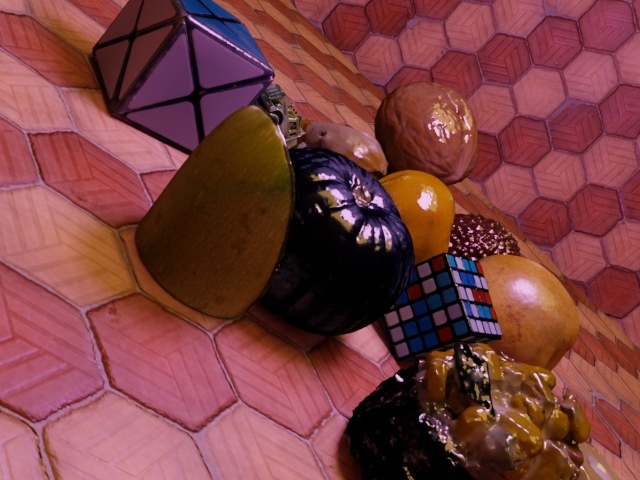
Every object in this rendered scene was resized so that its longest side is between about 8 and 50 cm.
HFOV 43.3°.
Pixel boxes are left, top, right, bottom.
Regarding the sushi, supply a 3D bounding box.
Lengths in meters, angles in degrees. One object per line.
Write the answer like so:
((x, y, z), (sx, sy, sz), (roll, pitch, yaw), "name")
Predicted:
((0.234, 0.305, 1.268), (0.329, 0.285, 0.327), (17, 33, -50), "sushi")

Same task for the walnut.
((0.312, -0.298, 2.327), (0.333, 0.333, 0.332), (38, 20, -17), "walnut")

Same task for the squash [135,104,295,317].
((-0.131, -0.064, 1.275), (0.210, 0.309, 0.233), (17, 32, -52), "squash")

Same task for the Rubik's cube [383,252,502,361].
((0.251, 0.147, 1.707), (0.187, 0.184, 0.182), (14, 56, -56), "Rubik's cube")

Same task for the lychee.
((0.399, 0.045, 2.145), (0.267, 0.267, 0.267), (38, 20, -17), "lychee")

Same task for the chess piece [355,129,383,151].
((0.072, -0.183, 2.184), (0.167, 0.167, 0.299), (41, 26, -6), "chess piece")

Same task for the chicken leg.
((-0.038, -0.244, 1.987), (0.430, 0.152, 0.201), (26, 60, 8), "chicken leg")

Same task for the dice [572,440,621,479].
((0.464, 0.480, 1.523), (0.166, 0.169, 0.169), (28, 25, -39), "dice")

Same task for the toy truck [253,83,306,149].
((-0.099, -0.239, 1.792), (0.259, 0.135, 0.128), (86, -23, -51), "toy truck")

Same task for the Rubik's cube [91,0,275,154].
((-0.284, -0.365, 1.675), (0.259, 0.255, 0.260), (23, 29, -43), "Rubik's cube")

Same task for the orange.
((0.197, -0.031, 1.917), (0.235, 0.278, 0.279), (10, 16, 11), "orange")

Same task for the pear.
((0.440, 0.186, 1.902), (0.314, 0.314, 0.314), (38, 20, -17), "pear")

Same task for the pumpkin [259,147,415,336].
((0.000, 0.000, 1.468), (0.363, 0.266, 0.363), (39, 24, -21), "pumpkin")

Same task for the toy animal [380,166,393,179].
((0.221, -0.191, 2.498), (0.185, 0.122, 0.298), (51, 22, 20), "toy animal")
